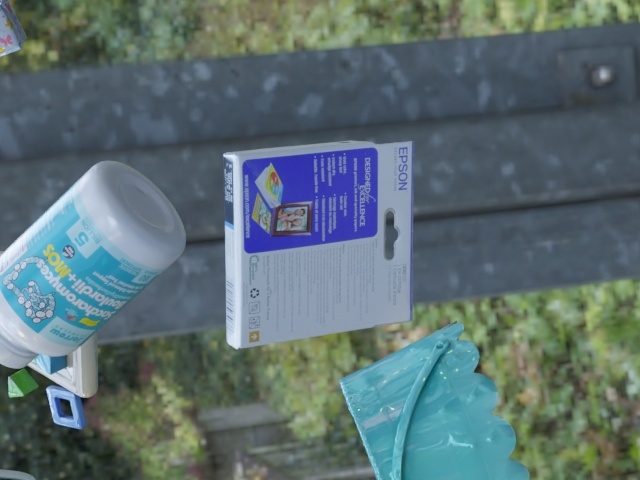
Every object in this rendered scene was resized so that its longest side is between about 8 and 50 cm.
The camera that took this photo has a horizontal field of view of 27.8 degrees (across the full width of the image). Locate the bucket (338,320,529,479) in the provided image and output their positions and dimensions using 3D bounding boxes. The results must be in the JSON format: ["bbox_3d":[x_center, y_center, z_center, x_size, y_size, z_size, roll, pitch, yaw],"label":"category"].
[{"bbox_3d":[0.150,0.265,1.722,0.281,0.183,0.281,158,90,-88],"label":"bucket"}]

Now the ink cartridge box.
[{"bbox_3d":[0.000,0.000,1.358,0.045,0.208,0.206,26,119,61],"label":"ink cartridge box"}]

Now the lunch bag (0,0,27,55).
[{"bbox_3d":[-0.452,-0.283,1.746,0.053,0.083,0.071,-85,-22,-57],"label":"lunch bag"}]

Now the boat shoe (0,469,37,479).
[{"bbox_3d":[-0.491,0.354,1.697,0.095,0.255,0.079,-66,31,25],"label":"boat shoe"}]

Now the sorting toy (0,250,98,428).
[{"bbox_3d":[-0.412,0.126,1.887,0.196,0.047,0.347,21,121,29],"label":"sorting toy"}]

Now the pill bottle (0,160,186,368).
[{"bbox_3d":[-0.295,0.038,1.532,0.264,0.146,0.146,-42,38,18],"label":"pill bottle"}]
